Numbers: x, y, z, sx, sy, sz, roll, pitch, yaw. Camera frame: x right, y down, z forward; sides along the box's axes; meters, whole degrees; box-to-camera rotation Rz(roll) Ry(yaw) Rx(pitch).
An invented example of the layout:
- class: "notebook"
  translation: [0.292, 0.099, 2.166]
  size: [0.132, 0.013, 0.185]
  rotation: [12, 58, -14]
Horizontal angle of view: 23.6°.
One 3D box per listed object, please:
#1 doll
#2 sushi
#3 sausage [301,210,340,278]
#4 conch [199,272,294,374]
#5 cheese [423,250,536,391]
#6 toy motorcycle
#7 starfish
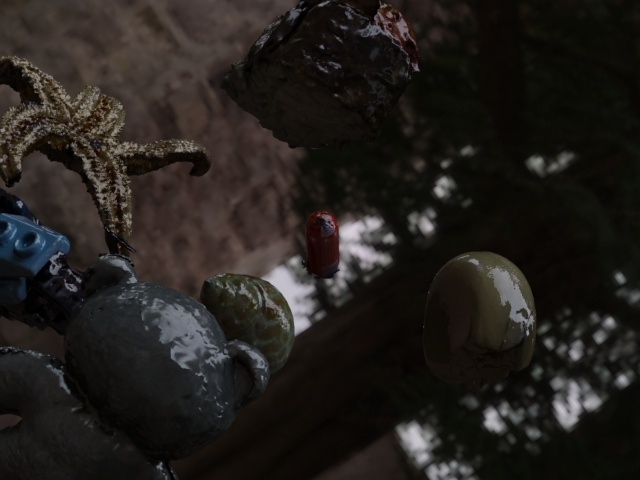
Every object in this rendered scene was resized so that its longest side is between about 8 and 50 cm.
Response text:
- class: "doll"
  translation: [-0.210, 0.175, 1.406]
  size: [0.246, 0.340, 0.158]
  rotation: [40, 16, 9]
- class: "sushi"
  translation: [0.000, -0.230, 1.963]
  size: [0.196, 0.182, 0.343]
  rotation: [28, -12, -18]
- class: "sausage"
  translation: [0.000, 0.000, 1.853]
  size: [0.050, 0.048, 0.145]
  rotation: [35, -18, 15]
- class: "conch"
  translation: [-0.095, 0.101, 2.045]
  size: [0.173, 0.116, 0.106]
  rotation: [48, -42, -10]
- class: "cheese"
  translation: [0.197, 0.101, 1.885]
  size: [0.202, 0.091, 0.175]
  rotation: [-176, -88, -72]
- class: "toy motorcycle"
  translation: [-0.407, -0.007, 1.678]
  size: [0.416, 0.172, 0.232]
  rotation: [22, -28, 40]
- class: "starfish"
  translation: [-0.274, -0.104, 1.811]
  size: [0.113, 0.312, 0.303]
  rotation: [-53, -132, 28]
